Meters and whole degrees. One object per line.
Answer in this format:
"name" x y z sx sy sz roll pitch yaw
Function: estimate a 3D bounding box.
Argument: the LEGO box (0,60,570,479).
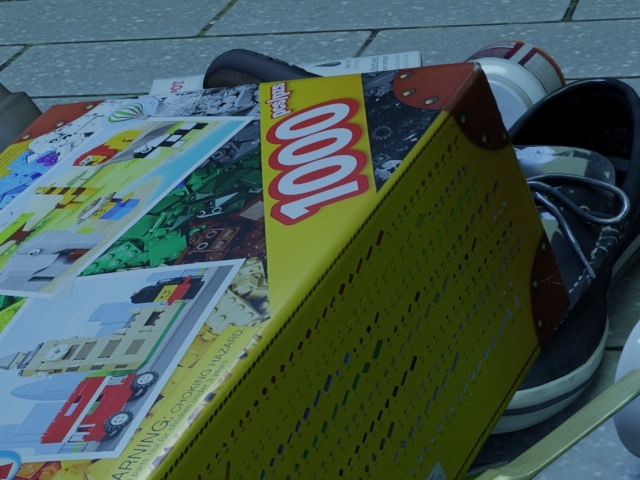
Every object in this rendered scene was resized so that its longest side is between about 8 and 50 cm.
"LEGO box" -0.129 0.113 1.085 0.372 0.193 0.500 -2 34 35

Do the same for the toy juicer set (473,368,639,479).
"toy juicer set" 0.140 0.216 0.988 0.209 0.089 0.329 -26 27 4

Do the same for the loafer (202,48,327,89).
"loafer" -0.017 -0.076 1.558 0.134 0.130 0.366 26 -3 -28

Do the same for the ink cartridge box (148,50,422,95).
"ink cartridge box" -0.034 -0.091 1.836 0.289 0.121 0.211 -6 24 4

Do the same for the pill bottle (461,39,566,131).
"pill bottle" 0.176 -0.128 1.812 0.121 0.121 0.221 -1 13 15

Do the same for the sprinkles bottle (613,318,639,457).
"sprinkles bottle" 0.370 0.131 1.200 0.355 0.121 0.121 14 32 41

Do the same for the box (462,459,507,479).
"box" 0.051 0.179 1.199 0.109 0.042 0.178 -16 -3 -17

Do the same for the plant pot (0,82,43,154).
"plant pot" -0.450 -0.111 1.680 0.323 0.280 0.323 -34 10 7

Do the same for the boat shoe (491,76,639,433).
"boat shoe" 0.172 0.002 1.522 0.187 0.156 0.500 6 28 25
